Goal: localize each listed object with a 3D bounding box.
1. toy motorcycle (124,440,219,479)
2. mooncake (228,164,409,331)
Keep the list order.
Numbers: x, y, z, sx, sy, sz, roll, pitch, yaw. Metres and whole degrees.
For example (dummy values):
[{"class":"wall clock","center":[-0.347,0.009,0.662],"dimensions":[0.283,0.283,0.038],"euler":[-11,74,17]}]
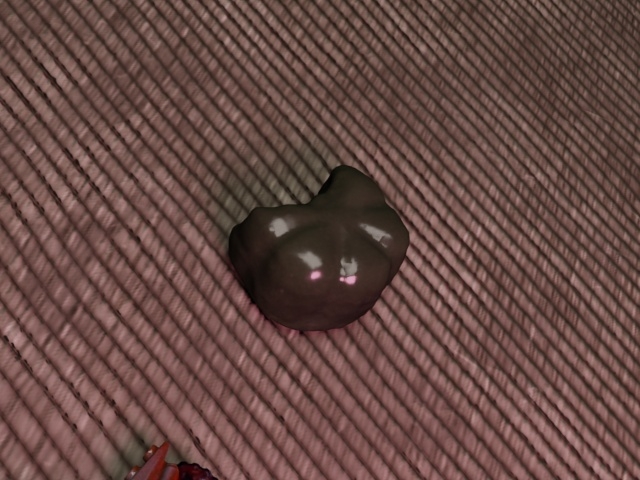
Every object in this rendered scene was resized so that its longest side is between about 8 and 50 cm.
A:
[{"class":"toy motorcycle","center":[-0.165,0.236,0.727],"dimensions":[0.118,0.084,0.212],"euler":[39,45,4]},{"class":"mooncake","center":[0.000,0.000,0.936],"dimensions":[0.168,0.104,0.175],"euler":[23,50,-3]}]
